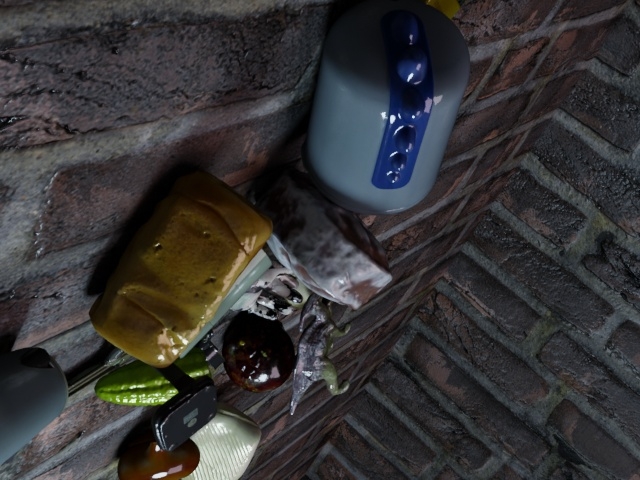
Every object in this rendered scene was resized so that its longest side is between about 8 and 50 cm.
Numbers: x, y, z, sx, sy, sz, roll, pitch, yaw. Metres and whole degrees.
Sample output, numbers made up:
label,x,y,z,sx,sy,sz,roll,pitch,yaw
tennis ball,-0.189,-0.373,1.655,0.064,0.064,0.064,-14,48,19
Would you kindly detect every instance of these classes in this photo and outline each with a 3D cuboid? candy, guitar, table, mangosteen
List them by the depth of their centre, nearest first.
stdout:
label,x,y,z,sx,sy,sz,roll,pitch,yaw
table,-0.199,0.076,1.622,0.220,0.126,0.126,-45,163,-11
candy,0.000,0.000,1.703,0.157,0.289,0.214,-47,143,8
candy,-0.297,0.248,1.735,0.209,0.097,0.097,-8,146,-21
guitar,-0.219,0.193,1.842,0.038,0.084,0.271,-44,173,-13
mangosteen,-0.131,0.249,2.123,0.172,0.172,0.184,-47,171,-5

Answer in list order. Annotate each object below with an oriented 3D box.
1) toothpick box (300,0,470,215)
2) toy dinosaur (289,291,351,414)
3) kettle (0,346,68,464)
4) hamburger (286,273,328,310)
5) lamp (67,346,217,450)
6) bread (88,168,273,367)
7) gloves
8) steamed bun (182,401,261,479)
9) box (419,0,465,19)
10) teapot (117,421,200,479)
label,x,y,z,sx,sy,sz,roll,pitch,yaw
toothpick box,0.108,-0.216,1.538,0.263,0.263,0.355,-40,160,-28
toy dinosaur,-0.006,0.229,2.084,0.162,0.077,0.294,-13,109,-48
kettle,-0.464,0.258,1.305,0.243,0.160,0.210,-28,143,-62
hamburger,-0.017,0.072,2.124,0.173,0.116,0.210,-57,160,-2
lamp,-0.318,0.247,1.554,0.203,0.283,0.124,-38,133,-30
bread,-0.212,0.042,1.459,0.294,0.167,0.132,-53,-173,9
gloves,-0.115,0.085,1.905,0.212,0.111,0.127,0,105,-65
steamed bun,-0.249,0.498,2.389,0.239,0.170,0.152,-53,-174,19
box,0.246,-0.470,1.698,0.279,0.041,0.153,-51,163,6
teapot,-0.354,0.461,2.114,0.178,0.135,0.252,-8,171,-14
